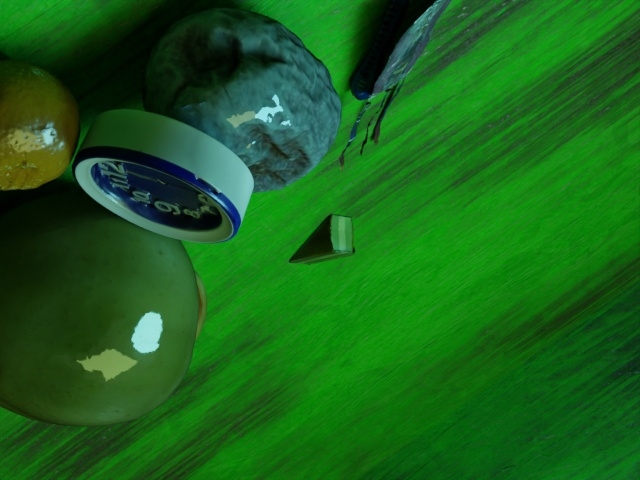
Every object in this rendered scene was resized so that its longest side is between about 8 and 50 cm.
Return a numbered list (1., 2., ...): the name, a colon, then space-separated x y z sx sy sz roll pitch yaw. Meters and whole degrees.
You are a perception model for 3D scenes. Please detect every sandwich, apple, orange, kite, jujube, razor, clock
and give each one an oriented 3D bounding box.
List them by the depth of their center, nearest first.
1. orange: -0.391 -0.145 1.431 0.177 0.155 0.178 -12 143 -9
2. clock: -0.203 -0.081 1.484 0.230 0.230 0.083 61 46 -61
3. jujube: -0.105 -0.193 1.590 0.246 0.215 0.308 -26 157 7
4. apple: -0.353 0.098 1.648 0.357 0.357 0.357 -25 150 -16
5. razor: 0.112 -0.342 1.765 0.056 0.093 0.324 -58 174 -40
6. kite: 0.116 -0.257 1.865 0.204 0.022 0.360 -44 167 -44
7. sandwich: 0.000 0.000 2.206 0.116 0.074 0.074 -14 167 36

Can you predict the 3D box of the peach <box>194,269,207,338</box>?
1. peach: -0.278 0.116 1.911 0.184 0.184 0.184 -25 150 -16
